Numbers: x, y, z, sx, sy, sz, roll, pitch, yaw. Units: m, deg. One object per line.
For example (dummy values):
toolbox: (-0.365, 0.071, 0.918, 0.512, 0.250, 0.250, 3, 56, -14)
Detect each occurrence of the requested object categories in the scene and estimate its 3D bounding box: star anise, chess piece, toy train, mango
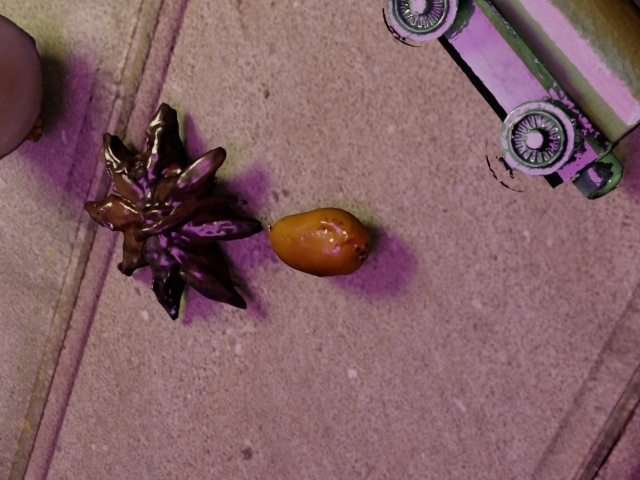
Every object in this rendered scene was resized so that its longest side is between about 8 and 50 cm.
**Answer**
star anise: (-0.186, -0.017, 1.364, 0.272, 0.102, 0.272, 13, 114, 30)
chess piece: (-0.496, -0.212, 1.441, 0.330, 0.182, 0.182, 22, 117, 41)
toy train: (0.190, -0.184, 1.065, 0.189, 0.126, 0.307, -42, 82, 33)
mango: (0.000, 0.000, 1.279, 0.127, 0.063, 0.077, 2, 112, 36)

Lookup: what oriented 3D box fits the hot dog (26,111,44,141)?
hot dog: (-0.364, -0.180, 1.460, 0.049, 0.037, 0.122, -5, 98, 44)
